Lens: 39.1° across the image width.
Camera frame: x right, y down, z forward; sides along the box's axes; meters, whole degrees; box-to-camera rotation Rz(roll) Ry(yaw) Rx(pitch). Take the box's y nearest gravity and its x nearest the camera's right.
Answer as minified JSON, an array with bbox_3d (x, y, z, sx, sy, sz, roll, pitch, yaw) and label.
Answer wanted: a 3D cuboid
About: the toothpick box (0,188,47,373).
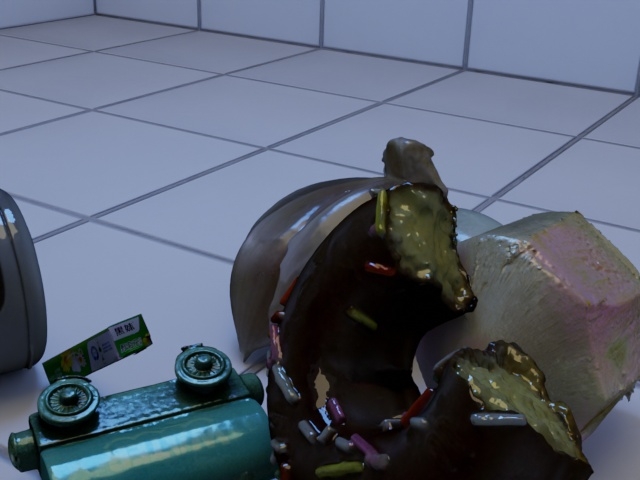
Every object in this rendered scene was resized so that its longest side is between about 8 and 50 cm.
[{"bbox_3d":[-0.474,0.075,0.959,0.316,0.229,0.229,-13,27,-29],"label":"toothpick box"}]

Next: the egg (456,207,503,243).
[{"bbox_3d":[0.184,0.039,1.142,0.151,0.151,0.209,-13,24,-32],"label":"egg"}]

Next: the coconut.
[{"bbox_3d":[0.212,0.096,0.907,0.233,0.233,0.245,17,25,32],"label":"coconut"}]

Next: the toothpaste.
[{"bbox_3d":[-0.237,0.119,0.946,0.043,0.037,0.178,-18,-6,-41],"label":"toothpaste"}]

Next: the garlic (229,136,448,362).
[{"bbox_3d":[0.001,0.001,1.122,0.325,0.132,0.279,-35,7,-6],"label":"garlic"}]

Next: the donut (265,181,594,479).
[{"bbox_3d":[0.055,0.124,0.782,0.136,0.259,0.345,28,31,-36],"label":"donut"}]

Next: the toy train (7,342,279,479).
[{"bbox_3d":[-0.154,0.191,0.840,0.248,0.101,0.159,-12,39,-26],"label":"toy train"}]
